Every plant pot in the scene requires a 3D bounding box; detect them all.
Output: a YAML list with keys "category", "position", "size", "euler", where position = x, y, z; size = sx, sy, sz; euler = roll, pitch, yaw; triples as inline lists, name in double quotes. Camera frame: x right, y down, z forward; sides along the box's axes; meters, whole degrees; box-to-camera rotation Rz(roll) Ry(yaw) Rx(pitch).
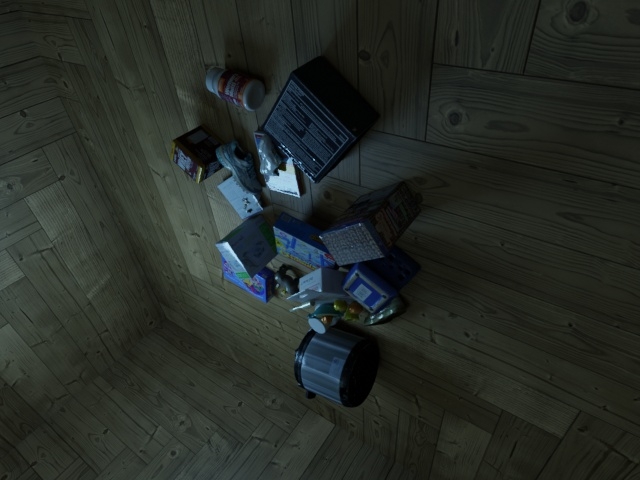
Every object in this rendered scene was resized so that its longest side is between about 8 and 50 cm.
- category: "plant pot"
  position: [0.233, 0.154, 1.761]
  size: [0.236, 0.212, 0.236]
  euler: [39, 142, 6]

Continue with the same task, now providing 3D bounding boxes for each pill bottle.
- category: "pill bottle"
  position: [-0.338, -0.603, 1.663]
  size: [0.221, 0.121, 0.121]
  euler: [28, 140, 21]
- category: "pill bottle"
  position: [0.047, 0.350, 2.104]
  size: [0.131, 0.229, 0.131]
  euler: [25, 138, 25]

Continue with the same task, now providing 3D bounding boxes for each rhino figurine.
- category: "rhino figurine"
  position: [-0.151, 0.242, 2.292]
  size: [0.243, 0.106, 0.073]
  euler: [46, 144, -1]

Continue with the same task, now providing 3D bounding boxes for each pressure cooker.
- category: "pressure cooker"
  position: [0.060, 0.649, 2.262]
  size: [0.421, 0.370, 0.375]
  euler: [10, 127, 33]

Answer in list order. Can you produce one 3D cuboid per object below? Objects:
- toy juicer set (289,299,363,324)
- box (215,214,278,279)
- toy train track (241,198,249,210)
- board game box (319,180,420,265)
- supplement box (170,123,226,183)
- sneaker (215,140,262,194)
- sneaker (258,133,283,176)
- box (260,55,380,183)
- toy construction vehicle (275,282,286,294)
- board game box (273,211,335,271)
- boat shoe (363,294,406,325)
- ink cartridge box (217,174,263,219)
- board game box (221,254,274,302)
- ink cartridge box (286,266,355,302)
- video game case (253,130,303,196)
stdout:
- category: "toy juicer set"
  position: [0.037, 0.329, 1.912]
  size: [0.330, 0.089, 0.209]
  euler: [4, 158, -12]
- category: "box"
  position: [-0.363, 0.032, 2.169]
  size: [0.127, 0.262, 0.231]
  euler: [-8, 117, 46]
- category: "toy train track"
  position: [-0.382, -0.178, 2.116]
  size: [0.048, 0.014, 0.083]
  euler: [36, 144, 11]
- category: "board game box"
  position: [0.184, -0.061, 1.540]
  size: [0.232, 0.291, 0.141]
  euler: [-15, 113, 50]
- category: "supplement box"
  position: [-0.569, -0.412, 1.999]
  size: [0.191, 0.194, 0.129]
  euler: [42, 143, 4]
- category: "sneaker"
  position: [-0.352, -0.333, 1.943]
  size: [0.122, 0.110, 0.283]
  euler: [-27, 119, 24]
- category: "sneaker"
  position: [-0.203, -0.357, 1.778]
  size: [0.094, 0.080, 0.212]
  euler: [21, 145, 12]
- category: "box"
  position: [-0.006, -0.414, 1.477]
  size: [0.296, 0.182, 0.294]
  euler: [45, 144, -3]
- category: "toy construction vehicle"
  position: [-0.219, 0.273, 2.453]
  size: [0.086, 0.035, 0.098]
  euler: [29, 144, 3]
- category: "board game box"
  position: [-0.054, 0.033, 1.915]
  size: [0.309, 0.086, 0.302]
  euler: [27, 158, 10]
- category: "boat shoe"
  position: [0.296, 0.335, 1.983]
  size: [0.285, 0.105, 0.089]
  euler: [-41, 55, 48]
- category: "ink cartridge box"
  position: [-0.396, -0.227, 2.134]
  size: [0.223, 0.045, 0.223]
  euler: [-16, 114, 50]
- category: "board game box"
  position: [-0.441, 0.205, 2.555]
  size: [0.347, 0.078, 0.233]
  euler: [29, 140, 20]
- category: "ink cartridge box"
  position: [0.042, 0.215, 1.911]
  size: [0.354, 0.119, 0.207]
  euler: [12, 154, -29]
- category: "video game case"
  position: [-0.182, -0.334, 1.849]
  size: [0.204, 0.025, 0.285]
  euler: [18, 136, 32]
